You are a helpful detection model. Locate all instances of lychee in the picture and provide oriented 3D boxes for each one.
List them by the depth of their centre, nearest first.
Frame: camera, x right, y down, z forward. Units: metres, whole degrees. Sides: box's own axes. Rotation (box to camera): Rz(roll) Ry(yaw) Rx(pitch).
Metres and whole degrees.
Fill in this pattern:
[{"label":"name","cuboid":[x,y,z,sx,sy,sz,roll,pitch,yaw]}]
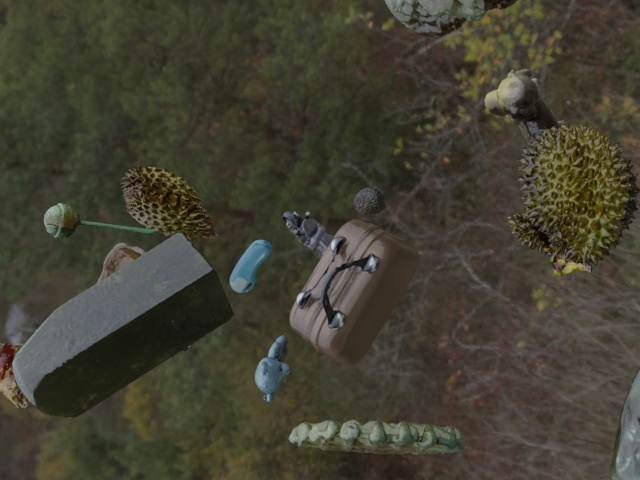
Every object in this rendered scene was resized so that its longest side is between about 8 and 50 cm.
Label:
[{"label":"lychee","cuboid":[0.112,-0.088,1.959,0.068,0.067,0.083,53,147,12]}]

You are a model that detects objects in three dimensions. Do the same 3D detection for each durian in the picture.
[{"label":"durian","cuboid":[0.464,-0.082,1.555,0.258,0.258,0.293,-55,3,37]},{"label":"durian","cuboid":[-0.351,-0.071,1.935,0.139,0.252,0.144,96,-167,-69]}]

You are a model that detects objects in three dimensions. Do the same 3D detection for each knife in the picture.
[{"label":"knife","cuboid":[-0.164,0.061,2.001,0.222,0.064,0.031,125,165,-50]}]

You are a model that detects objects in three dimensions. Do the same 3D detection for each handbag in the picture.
[{"label":"handbag","cuboid":[0.060,0.101,1.788,0.149,0.283,0.301,33,90,24]}]

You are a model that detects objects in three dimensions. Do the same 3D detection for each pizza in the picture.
[{"label":"pizza","cuboid":[-0.679,0.268,1.863,0.188,0.199,0.062,-84,19,-57]}]

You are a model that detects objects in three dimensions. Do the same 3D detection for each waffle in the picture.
[{"label":"waffle","cuboid":[0.112,0.377,1.624,0.309,0.292,0.056,-18,64,47]}]

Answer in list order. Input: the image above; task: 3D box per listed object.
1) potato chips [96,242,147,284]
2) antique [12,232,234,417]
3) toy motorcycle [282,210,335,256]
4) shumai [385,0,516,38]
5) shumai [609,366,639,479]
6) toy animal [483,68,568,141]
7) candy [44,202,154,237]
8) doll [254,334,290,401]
[{"label":"potato chips","cuboid":[-0.394,0.111,1.774,0.195,0.062,0.208,-32,66,25]},{"label":"antique","cuboid":[-0.209,0.092,0.882,0.080,0.221,0.081,43,159,43]},{"label":"toy motorcycle","cuboid":[0.000,0.000,2.215,0.152,0.225,0.073,24,75,43]},{"label":"shumai","cuboid":[0.249,-0.498,1.559,0.218,0.189,0.255,36,105,55]},{"label":"shumai","cuboid":[0.582,0.296,1.027,0.348,0.395,0.395,14,88,67]},{"label":"toy animal","cuboid":[0.441,-0.262,1.802,0.121,0.233,0.168,-34,19,16]},{"label":"candy","cuboid":[-0.390,-0.026,1.514,0.061,0.203,0.061,-15,71,52]},{"label":"doll","cuboid":[-0.105,0.313,2.138,0.180,0.075,0.120,-52,-39,-51]}]
